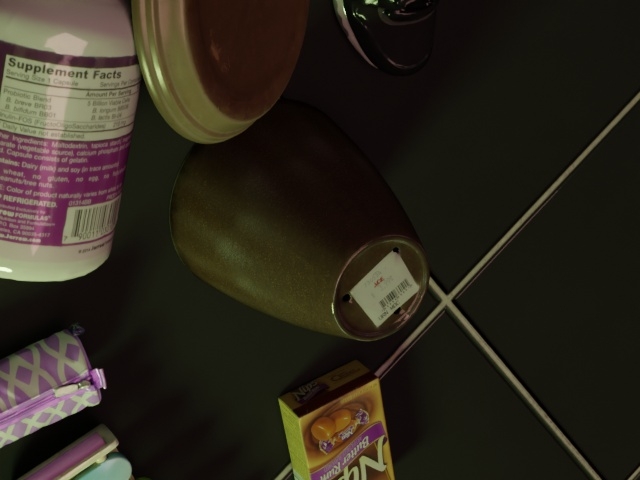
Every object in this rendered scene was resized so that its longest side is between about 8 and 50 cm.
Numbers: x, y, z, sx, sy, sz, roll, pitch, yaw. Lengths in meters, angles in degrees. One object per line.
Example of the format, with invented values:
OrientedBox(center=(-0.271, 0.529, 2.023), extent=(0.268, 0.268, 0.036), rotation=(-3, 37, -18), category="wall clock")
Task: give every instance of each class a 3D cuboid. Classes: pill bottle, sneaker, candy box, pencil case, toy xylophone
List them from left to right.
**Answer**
OrientedBox(center=(-0.305, 0.161, 1.357), extent=(0.206, 0.088, 0.086), rotation=(-27, 123, -18), category="pencil case")
OrientedBox(center=(-0.237, -0.132, 1.201), extent=(0.169, 0.169, 0.301), rotation=(0, 112, -33), category="pill bottle")
OrientedBox(center=(-0.240, 0.341, 1.494), extent=(0.236, 0.081, 0.322), rotation=(-40, 128, -10), category="toy xylophone")
OrientedBox(center=(0.023, 0.241, 1.635), extent=(0.109, 0.053, 0.186), rotation=(-25, 126, -22), category="candy box")
OrientedBox(center=(0.079, -0.276, 1.363), extent=(0.107, 0.124, 0.283), rotation=(-23, 124, -22), category="sneaker")

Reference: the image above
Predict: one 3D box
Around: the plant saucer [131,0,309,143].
OrientedBox(center=(-0.076, -0.222, 1.249), extent=(0.278, 0.041, 0.278), rotation=(-29, 123, -60), category="plant saucer")

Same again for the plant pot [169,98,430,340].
OrientedBox(center=(0.000, 0.000, 1.383), extent=(0.215, 0.230, 0.215), rotation=(-15, 121, -27), category="plant pot")
